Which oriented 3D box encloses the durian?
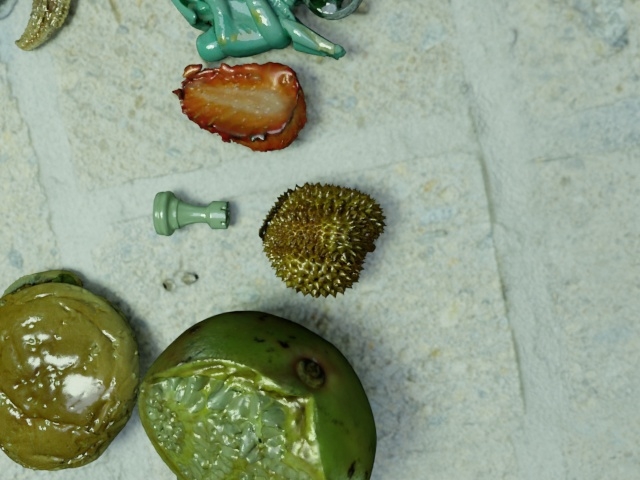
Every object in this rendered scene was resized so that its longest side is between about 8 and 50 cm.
[{"bbox_3d":[0.000,0.000,0.690,0.168,0.137,0.158,11,78,-2],"label":"durian"}]

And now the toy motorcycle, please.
[{"bbox_3d":[-0.093,-0.327,0.673,0.296,0.109,0.198,19,100,9],"label":"toy motorcycle"}]

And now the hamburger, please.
[{"bbox_3d":[-0.410,0.199,0.773,0.285,0.134,0.265,37,103,0],"label":"hamburger"}]

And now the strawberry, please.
[{"bbox_3d":[-0.104,-0.189,0.713,0.188,0.082,0.121,19,84,16],"label":"strawberry"}]

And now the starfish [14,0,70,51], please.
[{"bbox_3d":[-0.414,-0.441,0.731,0.299,0.060,0.303,-11,101,16],"label":"starfish"}]

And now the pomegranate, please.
[{"bbox_3d":[-0.083,0.247,0.704,0.309,0.216,0.358,38,131,2],"label":"pomegranate"}]

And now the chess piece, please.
[{"bbox_3d":[-0.187,-0.038,0.748,0.103,0.067,0.067,2,97,0],"label":"chess piece"}]
